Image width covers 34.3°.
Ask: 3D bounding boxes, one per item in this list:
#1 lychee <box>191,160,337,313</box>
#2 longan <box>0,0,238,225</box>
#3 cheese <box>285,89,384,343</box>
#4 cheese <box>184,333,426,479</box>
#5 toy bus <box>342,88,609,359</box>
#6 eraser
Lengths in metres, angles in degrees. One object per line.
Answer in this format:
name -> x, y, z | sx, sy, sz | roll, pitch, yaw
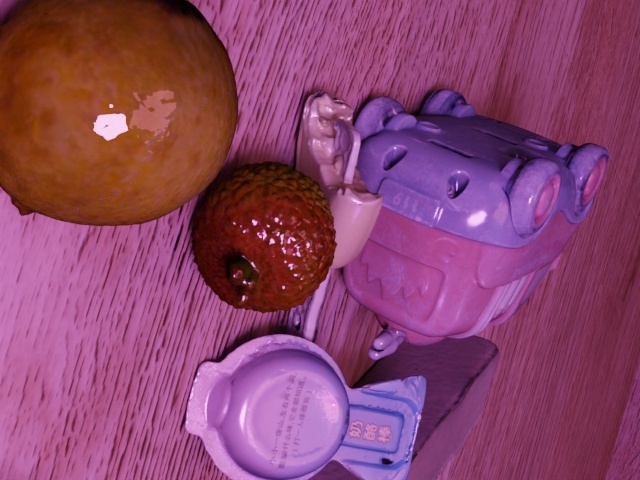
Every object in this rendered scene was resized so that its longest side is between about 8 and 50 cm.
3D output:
lychee -> -0.044, -0.002, 0.798 | 0.146, 0.114, 0.114 | -69, 156, -52
longan -> -0.129, -0.073, 0.608 | 0.154, 0.176, 0.145 | 20, 43, -40
cheese -> 0.001, 0.000, 0.906 | 0.049, 0.127, 0.235 | 1, 121, -25
cheese -> -0.009, 0.157, 0.916 | 0.244, 0.052, 0.135 | 17, 85, -33
toy bus -> 0.140, -0.012, 1.042 | 0.294, 0.197, 0.232 | -19, 129, -57
eraser -> 0.068, 0.215, 1.081 | 0.352, 0.111, 0.077 | -41, 136, -45
